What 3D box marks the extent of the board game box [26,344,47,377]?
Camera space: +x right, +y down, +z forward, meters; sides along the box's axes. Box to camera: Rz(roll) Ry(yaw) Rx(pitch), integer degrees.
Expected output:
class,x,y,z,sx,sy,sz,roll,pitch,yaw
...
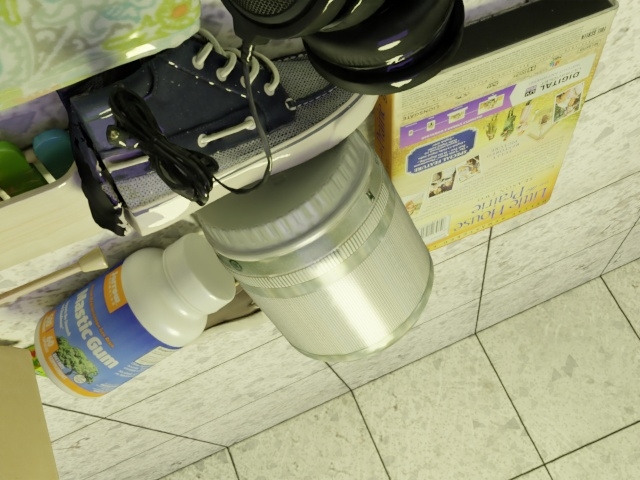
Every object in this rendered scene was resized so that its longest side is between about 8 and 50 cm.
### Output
class,x,y,z,sx,sy,sz,roll,pitch,yaw
board game box,-0.419,0.206,1.219,0.092,0.043,0.181,-25,157,2

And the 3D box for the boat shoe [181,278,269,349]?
class,x,y,z,sx,sy,sz,roll,pitch,yaw
boat shoe,-0.199,0.105,1.141,0.324,0.096,0.116,-19,-156,31

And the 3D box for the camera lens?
class,x,y,z,sx,sy,sz,roll,pitch,yaw
camera lens,0.000,0.000,0.854,0.219,0.219,0.274,-28,131,8

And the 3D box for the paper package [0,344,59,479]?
class,x,y,z,sx,sy,sz,roll,pitch,yaw
paper package,-0.538,0.293,0.942,0.168,0.309,0.325,-29,157,16

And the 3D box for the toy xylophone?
class,x,y,z,sx,sy,sz,roll,pitch,yaw
toy xylophone,-0.358,-0.011,0.747,0.323,0.081,0.236,-18,157,-14

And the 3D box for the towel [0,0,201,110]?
class,x,y,z,sx,sy,sz,roll,pitch,yaw
towel,-0.255,-0.207,0.419,0.321,0.090,0.374,-25,158,-8

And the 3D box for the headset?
class,x,y,z,sx,sy,sz,roll,pitch,yaw
headset,-0.006,-0.200,0.498,0.394,0.185,0.243,-55,154,13

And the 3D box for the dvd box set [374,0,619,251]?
class,x,y,z,sx,sy,sz,roll,pitch,yaw
dvd box set,0.226,-0.140,1.008,0.308,0.062,0.420,-22,149,-7

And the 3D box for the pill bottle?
class,x,y,z,sx,sy,sz,roll,pitch,yaw
pill bottle,-0.261,0.104,1.010,0.272,0.152,0.152,-33,156,18

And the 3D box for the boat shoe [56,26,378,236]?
class,x,y,z,sx,sy,sz,roll,pitch,yaw
boat shoe,-0.086,-0.147,0.681,0.341,0.127,0.158,-34,138,-21
